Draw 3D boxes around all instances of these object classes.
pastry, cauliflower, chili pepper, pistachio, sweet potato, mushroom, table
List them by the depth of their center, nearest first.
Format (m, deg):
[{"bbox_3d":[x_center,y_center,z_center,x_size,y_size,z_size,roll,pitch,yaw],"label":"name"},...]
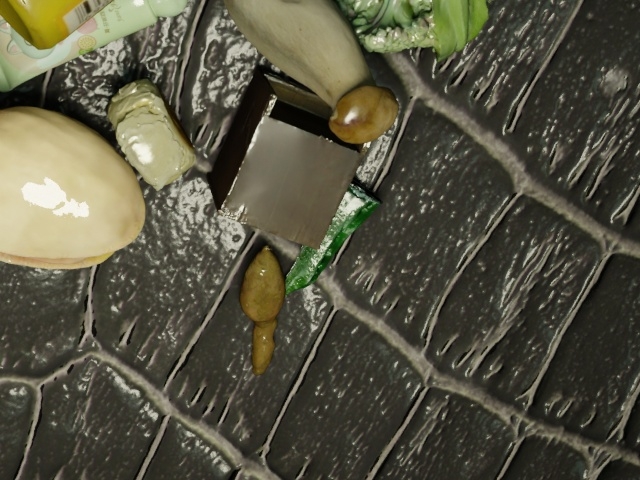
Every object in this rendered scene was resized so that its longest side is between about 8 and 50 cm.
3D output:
[{"bbox_3d":[0.150,-0.386,1.525,0.256,0.315,0.238,2,69,-4],"label":"cauliflower"},{"bbox_3d":[-0.020,-0.277,1.526,0.128,0.128,0.350,-38,69,2],"label":"mushroom"},{"bbox_3d":[-0.404,-0.074,1.527,0.309,0.230,0.230,25,102,-20],"label":"pistachio"},{"bbox_3d":[-0.246,-0.155,1.580,0.088,0.166,0.165,-31,113,1],"label":"pastry"},{"bbox_3d":[-0.050,-0.126,1.624,0.169,0.172,0.193,19,108,-19],"label":"table"},{"bbox_3d":[0.000,0.000,1.747,0.088,0.059,0.227,33,104,-16],"label":"chili pepper"},{"bbox_3d":[-0.094,0.103,1.752,0.075,0.074,0.269,-3,126,-11],"label":"sweet potato"}]

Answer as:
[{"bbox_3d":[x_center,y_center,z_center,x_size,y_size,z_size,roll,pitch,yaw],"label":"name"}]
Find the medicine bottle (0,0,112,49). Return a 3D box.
[{"bbox_3d":[-0.283,-0.445,1.408,0.384,0.224,0.224,-41,113,-10],"label":"medicine bottle"}]

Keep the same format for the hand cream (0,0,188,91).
[{"bbox_3d":[-0.341,-0.324,1.544,0.306,0.093,0.147,-18,113,3],"label":"hand cream"}]
